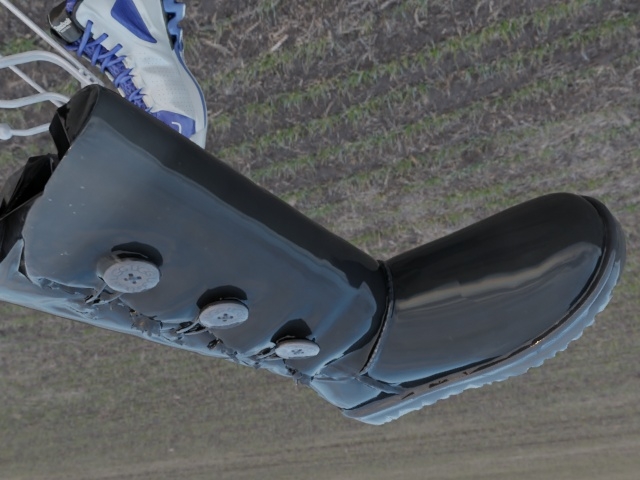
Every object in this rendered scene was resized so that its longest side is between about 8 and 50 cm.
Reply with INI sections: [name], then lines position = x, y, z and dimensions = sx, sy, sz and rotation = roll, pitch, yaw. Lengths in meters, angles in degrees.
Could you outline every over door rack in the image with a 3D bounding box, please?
[over door rack]
position = -0.370, -0.214, 0.623
dimensions = 0.324, 0.108, 0.239
rotation = 52, 160, -7

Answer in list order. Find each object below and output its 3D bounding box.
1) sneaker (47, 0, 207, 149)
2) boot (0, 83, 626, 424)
[sneaker]
position = -0.287, -0.266, 0.801
dimensions = 0.182, 0.315, 0.127
rotation = -15, -171, -43
[boot]
position = -0.001, 0.002, 0.477
dimensions = 0.445, 0.146, 0.367
rotation = 32, 119, -30
